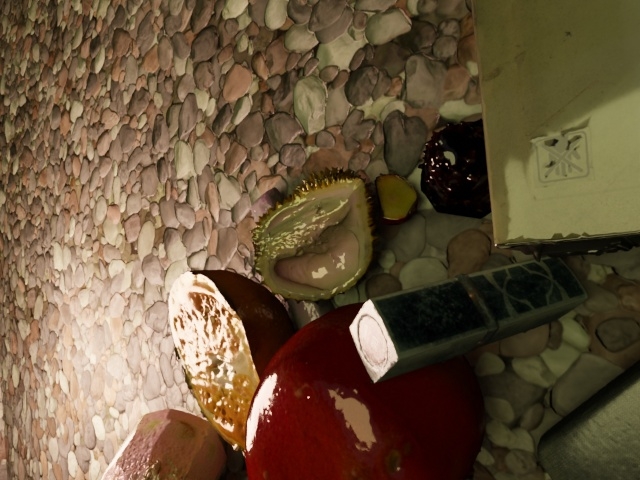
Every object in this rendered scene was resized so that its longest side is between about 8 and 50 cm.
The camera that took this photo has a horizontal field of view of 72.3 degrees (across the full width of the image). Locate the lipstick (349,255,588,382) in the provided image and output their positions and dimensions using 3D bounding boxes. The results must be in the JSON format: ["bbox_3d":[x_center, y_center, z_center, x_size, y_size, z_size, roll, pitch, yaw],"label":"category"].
[{"bbox_3d":[0.177,0.080,0.500,0.077,0.289,0.076,64,148,30],"label":"lipstick"}]

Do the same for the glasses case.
[{"bbox_3d":[0.387,0.183,0.460,0.131,0.074,0.323,51,117,29],"label":"glasses case"}]

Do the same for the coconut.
[{"bbox_3d":[-0.313,0.480,0.910,0.233,0.245,0.233,3,114,8],"label":"coconut"}]

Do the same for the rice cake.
[{"bbox_3d":[-0.048,0.060,0.826,0.072,0.056,0.365,-38,65,33],"label":"rice cake"}]

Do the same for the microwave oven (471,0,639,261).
[{"bbox_3d":[0.371,-0.155,0.379,0.394,0.247,0.333,-7,85,38],"label":"microwave oven"}]

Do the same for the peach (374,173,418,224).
[{"bbox_3d":[0.115,-0.063,0.702,0.083,0.050,0.077,35,86,24],"label":"peach"}]

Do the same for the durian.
[{"bbox_3d":[-0.004,-0.008,0.738,0.249,0.183,0.138,-39,22,13],"label":"durian"}]

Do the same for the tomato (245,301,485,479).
[{"bbox_3d":[0.056,0.245,0.595,0.289,0.293,0.325,36,119,17],"label":"tomato"}]

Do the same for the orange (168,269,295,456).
[{"bbox_3d":[-0.164,0.201,0.791,0.274,0.274,0.310,-33,113,33],"label":"orange"}]

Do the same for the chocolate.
[{"bbox_3d":[0.185,-0.109,0.599,0.156,0.133,0.156,-4,83,38],"label":"chocolate"}]
